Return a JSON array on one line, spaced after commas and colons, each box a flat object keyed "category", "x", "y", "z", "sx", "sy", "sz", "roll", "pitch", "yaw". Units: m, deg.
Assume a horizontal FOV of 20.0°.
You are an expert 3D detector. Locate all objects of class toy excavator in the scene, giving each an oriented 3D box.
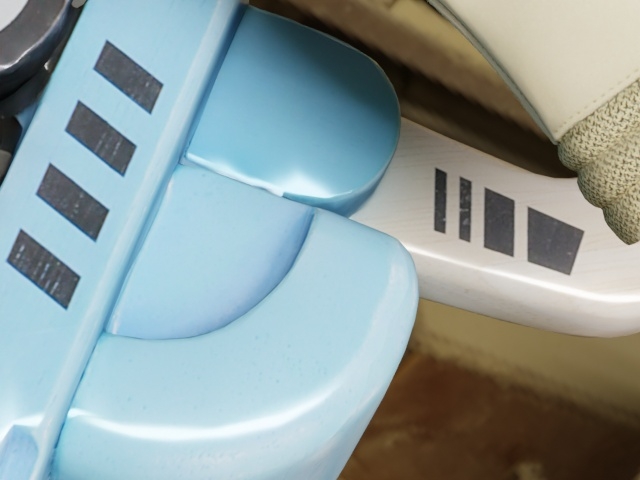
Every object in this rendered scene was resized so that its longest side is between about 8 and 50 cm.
[{"category": "toy excavator", "x": 0.000, "y": 0.000, "z": 0.748, "sx": 0.445, "sy": 0.222, "sz": 0.433, "roll": 22, "pitch": 63, "yaw": -2}]

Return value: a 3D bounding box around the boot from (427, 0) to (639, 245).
[{"category": "boot", "x": 0.129, "y": -0.146, "z": 0.602, "sx": 0.262, "sy": 0.095, "sz": 0.203, "roll": -42, "pitch": 87, "yaw": -16}]
